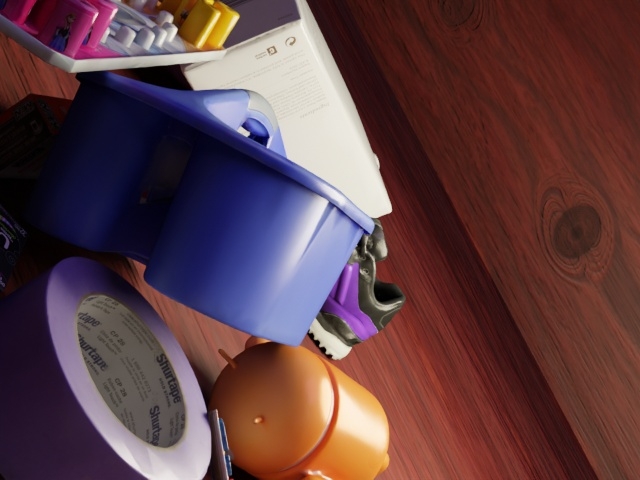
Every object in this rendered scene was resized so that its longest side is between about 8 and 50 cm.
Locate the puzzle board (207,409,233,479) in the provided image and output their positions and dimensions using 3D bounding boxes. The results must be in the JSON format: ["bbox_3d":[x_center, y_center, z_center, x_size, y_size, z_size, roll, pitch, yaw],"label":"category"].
[{"bbox_3d":[-0.076,0.201,0.997,0.096,0.011,0.128,127,-46,-75],"label":"puzzle board"}]

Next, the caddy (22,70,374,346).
[{"bbox_3d":[-0.088,-0.040,1.047,0.241,0.179,0.341,25,-2,15],"label":"caddy"}]

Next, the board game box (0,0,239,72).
[{"bbox_3d":[-0.279,-0.272,1.031,0.390,0.050,0.390,35,15,4],"label":"board game box"}]

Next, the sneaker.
[{"bbox_3d":[0.000,0.000,1.504,0.293,0.146,0.102,52,17,-26],"label":"sneaker"}]

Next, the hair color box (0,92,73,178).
[{"bbox_3d":[-0.232,-0.087,1.084,0.043,0.072,0.141,60,15,6],"label":"hair color box"}]

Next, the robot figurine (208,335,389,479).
[{"bbox_3d":[-0.020,0.170,1.167,0.219,0.128,0.158,41,58,-50],"label":"robot figurine"}]

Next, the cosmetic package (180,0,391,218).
[{"bbox_3d":[-0.048,-0.179,1.543,0.365,0.155,0.197,62,8,-49],"label":"cosmetic package"}]

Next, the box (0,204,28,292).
[{"bbox_3d":[-0.253,0.006,0.883,0.062,0.052,0.083,51,18,-23],"label":"box"}]

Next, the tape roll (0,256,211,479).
[{"bbox_3d":[-0.166,0.112,0.908,0.189,0.080,0.189,52,18,-24],"label":"tape roll"}]
